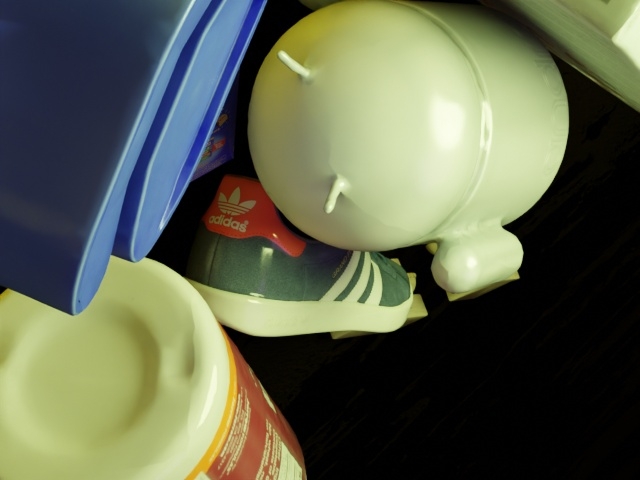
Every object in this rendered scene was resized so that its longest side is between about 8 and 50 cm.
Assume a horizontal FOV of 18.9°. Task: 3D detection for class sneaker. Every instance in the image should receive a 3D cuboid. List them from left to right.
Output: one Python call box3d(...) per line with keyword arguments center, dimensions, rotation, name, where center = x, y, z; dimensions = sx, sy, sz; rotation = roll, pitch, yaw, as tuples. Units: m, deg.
box3d(center=(0.000, 0.000, 1.727), dimensions=(0.350, 0.131, 0.148), rotation=(-2, 106, -67), name="sneaker")

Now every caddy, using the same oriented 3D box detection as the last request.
box3d(center=(-0.168, -0.120, 1.269), dimensions=(0.341, 0.179, 0.241), rotation=(-66, 172, 23), name="caddy")

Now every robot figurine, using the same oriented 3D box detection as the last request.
box3d(center=(0.073, -0.097, 1.571), dimensions=(0.199, 0.300, 0.353), rotation=(-34, 169, 28), name="robot figurine")

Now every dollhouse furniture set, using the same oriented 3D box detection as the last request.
box3d(center=(0.088, 0.013, 1.972), dimensions=(0.151, 0.123, 0.144), rotation=(-27, 167, 32), name="dollhouse furniture set")

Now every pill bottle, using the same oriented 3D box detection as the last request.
box3d(center=(-0.137, 0.189, 1.621), dimensions=(0.224, 0.224, 0.392), rotation=(-47, 152, -11), name="pill bottle")

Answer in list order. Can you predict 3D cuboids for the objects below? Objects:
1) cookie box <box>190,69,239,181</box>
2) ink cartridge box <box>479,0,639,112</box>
box3d(center=(-0.110, -0.096, 1.524), dimensions=(0.092, 0.040, 0.107), rotation=(-32, 147, -33), name="cookie box")
box3d(center=(0.201, -0.213, 1.573), dimensions=(0.091, 0.308, 0.385), rotation=(-53, 153, 5), name="ink cartridge box")
